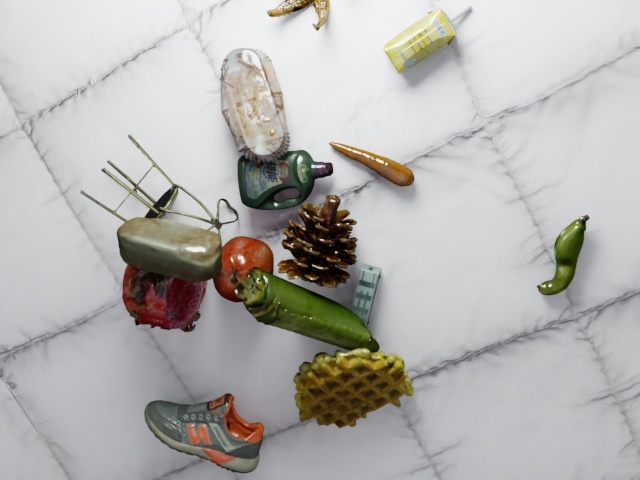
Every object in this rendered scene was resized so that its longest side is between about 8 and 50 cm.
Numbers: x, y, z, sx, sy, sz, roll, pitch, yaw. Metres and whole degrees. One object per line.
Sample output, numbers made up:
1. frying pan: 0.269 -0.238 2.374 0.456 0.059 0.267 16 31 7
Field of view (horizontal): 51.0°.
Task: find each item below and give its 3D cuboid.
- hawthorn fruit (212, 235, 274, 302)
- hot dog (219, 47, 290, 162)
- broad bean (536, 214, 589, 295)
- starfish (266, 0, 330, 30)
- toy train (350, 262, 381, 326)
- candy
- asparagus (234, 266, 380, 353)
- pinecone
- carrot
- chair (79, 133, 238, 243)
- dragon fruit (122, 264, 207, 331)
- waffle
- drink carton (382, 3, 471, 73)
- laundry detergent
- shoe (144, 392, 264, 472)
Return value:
1. hawthorn fruit: -0.193 0.079 1.591 0.163 0.203 0.162 3 107 11
2. hot dog: -0.153 -0.307 1.518 0.144 0.075 0.268 -13 91 9
3. broad bean: 0.558 0.035 1.527 0.070 0.048 0.213 18 112 3
4. starfish: -0.025 -0.530 1.445 0.190 0.074 0.146 -36 96 18
5. toy train: 0.099 0.174 1.649 0.052 0.051 0.234 16 109 10
6. candy: -0.333 0.018 1.495 0.234 0.102 0.104 16 136 11
7. asparagus: -0.020 0.174 1.562 0.382 0.128 0.108 25 95 -35
8. pinecone: -0.001 -0.001 1.551 0.186 0.169 0.212 1 95 -33
9. carrot: 0.117 -0.182 1.545 0.216 0.048 0.048 26 109 6
10. chair: -0.382 -0.081 1.602 0.326 0.160 0.170 40 135 -20
11. dragon fruit: -0.366 0.120 1.646 0.147 0.211 0.282 0 136 17
12. waffle: 0.076 0.371 1.663 0.301 0.058 0.281 -14 130 6
13. drink carton: 0.234 -0.439 1.428 0.200 0.074 0.084 -32 99 19
14. laundry detergent: -0.079 -0.145 1.572 0.222 0.078 0.144 -2 100 9
15. shoe: -0.296 0.475 1.776 0.336 0.132 0.171 24 104 0
